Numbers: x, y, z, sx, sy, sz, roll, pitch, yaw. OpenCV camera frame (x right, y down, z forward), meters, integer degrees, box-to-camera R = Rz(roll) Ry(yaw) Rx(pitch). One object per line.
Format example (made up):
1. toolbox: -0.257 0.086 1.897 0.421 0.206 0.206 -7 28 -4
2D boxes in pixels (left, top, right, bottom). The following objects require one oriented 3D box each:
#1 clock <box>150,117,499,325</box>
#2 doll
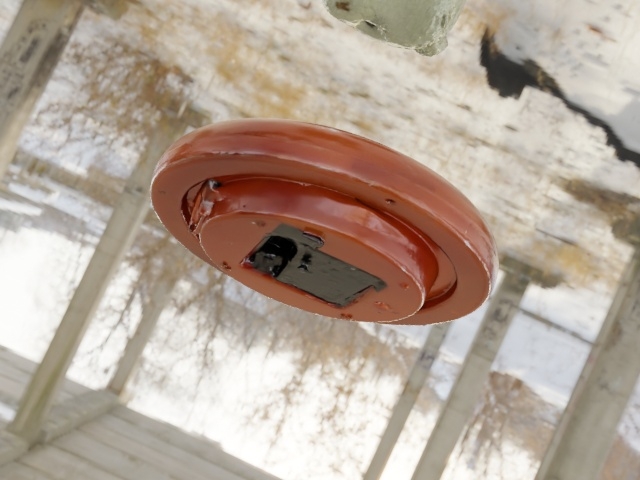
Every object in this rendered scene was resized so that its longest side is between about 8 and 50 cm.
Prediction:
1. clock: 0.000 0.000 0.519 0.205 0.051 0.205 15 158 7
2. doll: 0.047 -0.329 0.945 0.175 0.149 0.278 91 157 -67
